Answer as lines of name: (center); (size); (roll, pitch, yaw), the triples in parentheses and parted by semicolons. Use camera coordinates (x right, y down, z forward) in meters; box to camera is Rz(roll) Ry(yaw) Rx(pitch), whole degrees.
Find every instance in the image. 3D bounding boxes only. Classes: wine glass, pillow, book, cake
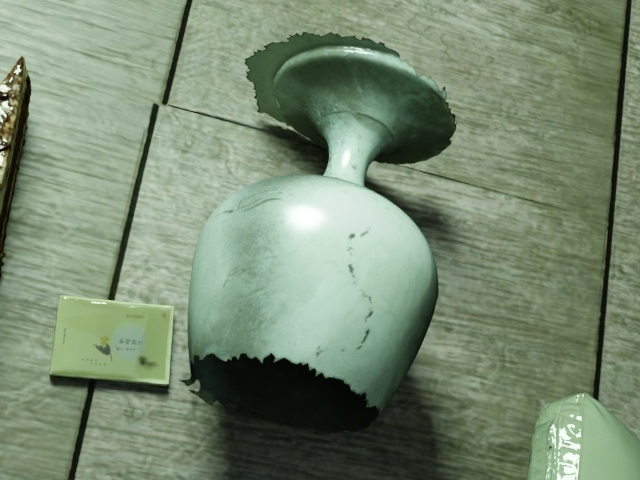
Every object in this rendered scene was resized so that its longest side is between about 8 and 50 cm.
wine glass: (0.000, 0.000, 1.035); (0.238, 0.238, 0.323); (20, 61, -9)
pillow: (0.262, 0.327, 1.007); (0.255, 0.120, 0.322); (43, 46, -32)
book: (-0.196, 0.094, 1.061); (0.111, 0.014, 0.077); (7, 72, -13)
cake: (-0.302, -0.031, 1.021); (0.135, 0.112, 0.246); (39, 64, -4)
